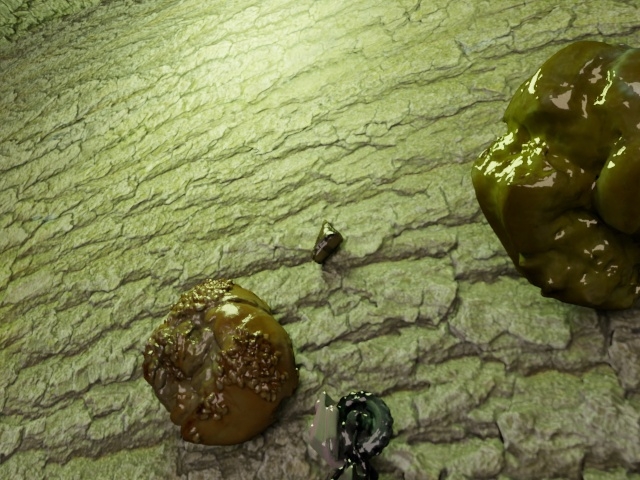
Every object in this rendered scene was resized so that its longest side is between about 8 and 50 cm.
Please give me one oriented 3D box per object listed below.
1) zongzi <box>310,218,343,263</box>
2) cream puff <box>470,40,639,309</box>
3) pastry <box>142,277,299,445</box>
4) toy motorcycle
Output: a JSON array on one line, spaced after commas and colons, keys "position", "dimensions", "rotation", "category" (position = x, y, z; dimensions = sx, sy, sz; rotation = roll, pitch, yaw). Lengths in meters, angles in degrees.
[{"position": [0.000, 0.000, 0.997], "dimensions": [0.076, 0.040, 0.083], "rotation": [-46, 41, 3], "category": "zongzi"}, {"position": [0.380, -0.052, 0.671], "dimensions": [0.378, 0.378, 0.276], "rotation": [18, 71, 33], "category": "cream puff"}, {"position": [-0.189, 0.203, 0.890], "dimensions": [0.255, 0.162, 0.311], "rotation": [-44, 54, -6], "category": "pastry"}, {"position": [-0.005, 0.372, 0.712], "dimensions": [0.187, 0.143, 0.327], "rotation": [-2, 53, 25], "category": "toy motorcycle"}]
